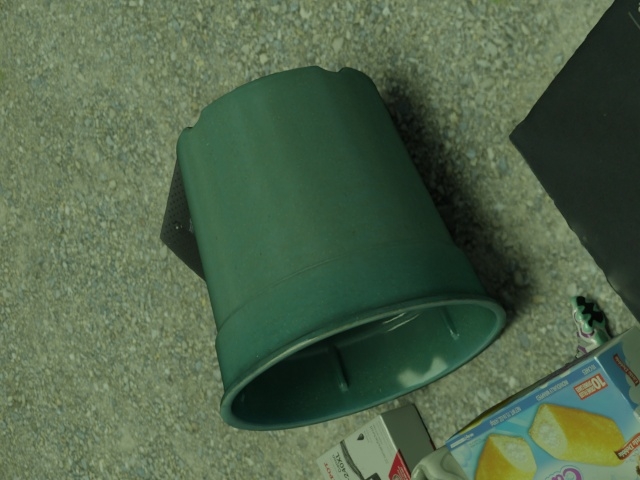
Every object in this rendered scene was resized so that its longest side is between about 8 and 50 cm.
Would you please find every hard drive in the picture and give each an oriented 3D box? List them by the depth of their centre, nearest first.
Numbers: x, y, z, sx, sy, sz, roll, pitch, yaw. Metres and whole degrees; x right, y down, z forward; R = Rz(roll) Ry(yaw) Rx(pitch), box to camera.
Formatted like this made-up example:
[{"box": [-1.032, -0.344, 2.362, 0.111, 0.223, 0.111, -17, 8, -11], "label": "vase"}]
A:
[{"box": [-0.108, -0.012, 2.404, 0.255, 0.054, 0.172, 36, 124, 37], "label": "hard drive"}]

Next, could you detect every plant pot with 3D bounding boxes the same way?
[{"box": [0.000, 0.000, 2.112, 0.341, 0.341, 0.334, -41, 60, 44], "label": "plant pot"}]

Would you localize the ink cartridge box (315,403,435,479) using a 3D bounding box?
[{"box": [0.075, 0.286, 2.267, 0.150, 0.063, 0.109, -41, 69, 44], "label": "ink cartridge box"}]

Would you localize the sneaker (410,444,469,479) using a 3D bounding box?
[{"box": [0.180, 0.376, 2.135, 0.110, 0.118, 0.292, -18, 87, 46], "label": "sneaker"}]

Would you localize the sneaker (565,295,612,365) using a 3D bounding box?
[{"box": [0.290, 0.115, 2.009, 0.069, 0.038, 0.098, -46, 65, 42], "label": "sneaker"}]

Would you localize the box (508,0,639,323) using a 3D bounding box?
[{"box": [0.488, -0.155, 1.369, 0.297, 0.480, 0.471, 56, 136, 23], "label": "box"}]

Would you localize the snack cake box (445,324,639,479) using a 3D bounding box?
[{"box": [0.278, 0.219, 1.985, 0.152, 0.089, 0.264, 56, 136, 4], "label": "snack cake box"}]
